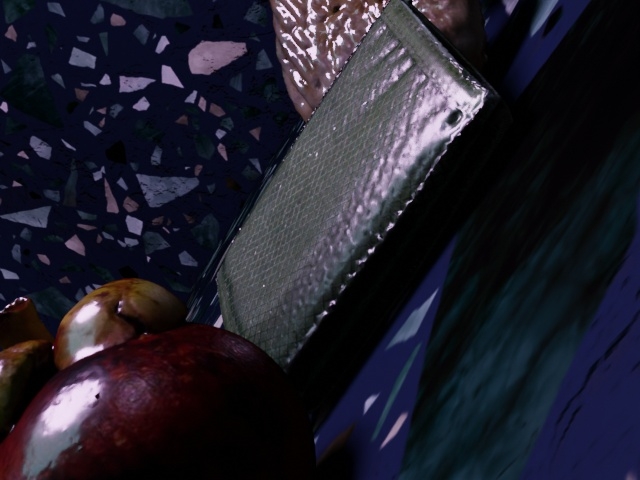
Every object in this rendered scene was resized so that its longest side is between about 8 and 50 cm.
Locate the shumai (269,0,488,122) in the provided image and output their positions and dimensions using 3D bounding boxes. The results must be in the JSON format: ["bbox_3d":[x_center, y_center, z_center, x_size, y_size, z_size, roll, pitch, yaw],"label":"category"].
[{"bbox_3d":[0.053,-0.144,0.807,0.161,0.209,0.153,-38,-24,14],"label":"shumai"}]

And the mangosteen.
[{"bbox_3d":[-0.102,0.110,0.568,0.199,0.200,0.200,-58,7,11],"label":"mangosteen"}]

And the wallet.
[{"bbox_3d":[0.017,-0.022,0.689,0.236,0.055,0.160,-55,35,20],"label":"wallet"}]
